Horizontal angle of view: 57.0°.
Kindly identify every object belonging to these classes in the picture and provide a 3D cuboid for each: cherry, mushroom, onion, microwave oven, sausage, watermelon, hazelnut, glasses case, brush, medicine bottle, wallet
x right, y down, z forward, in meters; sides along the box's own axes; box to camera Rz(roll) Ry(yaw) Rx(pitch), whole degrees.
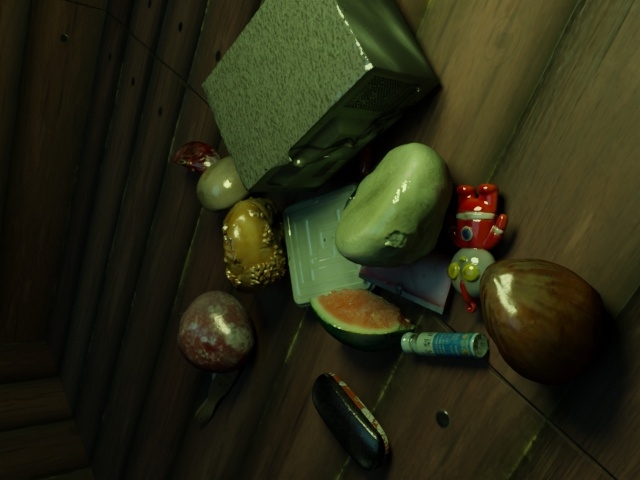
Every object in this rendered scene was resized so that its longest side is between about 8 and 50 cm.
[{"bbox_3d":[-0.317,0.272,1.772,0.285,0.212,0.236,23,120,30],"label":"cherry"},{"bbox_3d":[-0.252,-0.150,1.734,0.209,0.206,0.206,38,129,-4],"label":"mushroom"},{"bbox_3d":[-0.398,-0.274,1.935,0.205,0.151,0.099,26,96,31],"label":"onion"},{"bbox_3d":[-0.015,-0.338,1.310,0.432,0.236,0.375,-39,69,39],"label":"microwave oven"},{"bbox_3d":[0.111,-0.268,1.384,0.034,0.034,0.254,9,97,51],"label":"sausage"},{"bbox_3d":[0.087,0.209,1.345,0.231,0.128,0.146,27,140,31],"label":"watermelon"},{"bbox_3d":[0.357,0.117,0.953,0.186,0.210,0.210,-5,85,12],"label":"hazelnut"},{"bbox_3d":[0.066,0.427,1.408,0.266,0.067,0.103,44,124,41],"label":"glasses case"},{"bbox_3d":[-0.341,0.483,1.921,0.328,0.069,0.065,-60,30,34],"label":"brush"},{"bbox_3d":[0.248,0.211,1.198,0.191,0.051,0.051,-9,83,50],"label":"medicine bottle"},{"bbox_3d":[0.187,0.062,1.268,0.232,0.025,0.120,22,99,41],"label":"wallet"}]

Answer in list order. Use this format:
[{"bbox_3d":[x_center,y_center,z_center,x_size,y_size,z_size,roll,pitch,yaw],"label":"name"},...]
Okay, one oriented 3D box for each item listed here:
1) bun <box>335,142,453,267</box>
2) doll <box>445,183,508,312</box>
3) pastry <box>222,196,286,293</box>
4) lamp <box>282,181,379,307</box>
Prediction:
[{"bbox_3d":[0.168,-0.054,1.197,0.283,0.179,0.283,-49,18,23],"label":"bun"},{"bbox_3d":[0.293,0.016,1.129,0.142,0.076,0.245,6,90,56],"label":"doll"},{"bbox_3d":[-0.167,0.010,1.578,0.311,0.161,0.255,-89,-3,-79],"label":"pastry"},{"bbox_3d":[0.022,0.015,1.460,0.266,0.047,0.269,-17,76,38],"label":"lamp"}]
